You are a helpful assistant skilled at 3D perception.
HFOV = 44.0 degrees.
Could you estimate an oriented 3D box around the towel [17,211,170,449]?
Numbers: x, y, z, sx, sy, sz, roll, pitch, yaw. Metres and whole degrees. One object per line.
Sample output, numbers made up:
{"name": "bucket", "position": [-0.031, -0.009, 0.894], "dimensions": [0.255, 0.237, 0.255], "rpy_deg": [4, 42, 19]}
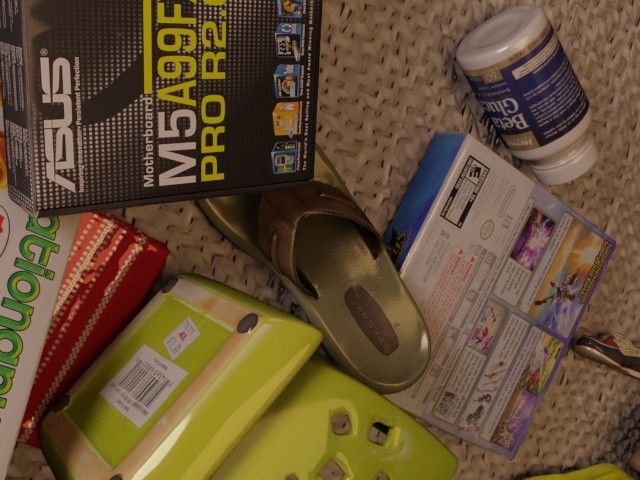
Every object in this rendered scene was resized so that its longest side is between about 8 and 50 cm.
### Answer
{"name": "towel", "position": [-0.271, 0.031, 0.603], "dimensions": [0.274, 0.031, 0.199], "rpy_deg": [32, 83, -29]}

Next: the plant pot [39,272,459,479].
{"name": "plant pot", "position": [-0.072, 0.163, 0.613], "dimensions": [0.227, 0.228, 0.207], "rpy_deg": [-48, 121, -16]}

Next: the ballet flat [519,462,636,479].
{"name": "ballet flat", "position": [0.291, 0.316, 0.934], "dimensions": [0.230, 0.077, 0.077], "rpy_deg": [-6, 103, -27]}

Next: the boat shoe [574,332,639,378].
{"name": "boat shoe", "position": [0.356, 0.133, 0.952], "dimensions": [0.137, 0.049, 0.043], "rpy_deg": [23, 85, -32]}

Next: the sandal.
{"name": "sandal", "position": [0.002, 0.000, 0.683], "dimensions": [0.120, 0.086, 0.303], "rpy_deg": [-41, 94, -15]}

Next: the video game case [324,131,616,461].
{"name": "video game case", "position": [0.162, 0.063, 0.825], "dimensions": [0.244, 0.061, 0.270], "rpy_deg": [30, 85, -28]}

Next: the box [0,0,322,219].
{"name": "box", "position": [-0.100, -0.161, 0.528], "dimensions": [0.216, 0.060, 0.270], "rpy_deg": [-9, 110, -37]}

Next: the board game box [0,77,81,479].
{"name": "board game box", "position": [-0.261, -0.003, 0.504], "dimensions": [0.192, 0.053, 0.306], "rpy_deg": [26, 57, -33]}

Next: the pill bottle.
{"name": "pill bottle", "position": [0.214, -0.141, 0.796], "dimensions": [0.094, 0.094, 0.169], "rpy_deg": [-44, 116, -14]}

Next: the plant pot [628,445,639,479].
{"name": "plant pot", "position": [0.564, 0.255, 0.961], "dimensions": [0.305, 0.334, 0.334], "rpy_deg": [-40, 116, -3]}
